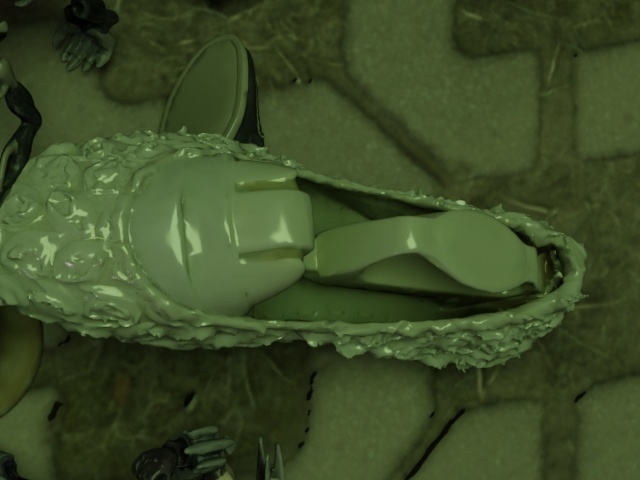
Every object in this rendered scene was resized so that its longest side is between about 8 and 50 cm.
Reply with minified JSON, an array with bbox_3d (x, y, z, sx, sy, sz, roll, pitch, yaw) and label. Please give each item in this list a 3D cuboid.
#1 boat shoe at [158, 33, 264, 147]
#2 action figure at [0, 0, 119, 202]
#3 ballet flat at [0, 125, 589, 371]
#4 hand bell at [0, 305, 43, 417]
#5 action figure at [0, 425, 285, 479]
[{"bbox_3d":[-0.072,-0.047,0.824,0.065,0.075,0.206,28,60,-50],"label":"boat shoe"},{"bbox_3d":[-0.224,-0.142,0.763,0.164,0.141,0.275,12,91,-7],"label":"action figure"},{"bbox_3d":[0.000,0.000,0.727,0.409,0.147,0.146,7,76,-27],"label":"ballet flat"},{"bbox_3d":[-0.230,0.043,0.664,0.126,0.242,0.126,2,77,-11],"label":"hand bell"},{"bbox_3d":[-0.131,0.201,0.722,0.285,0.099,0.185,9,86,-6],"label":"action figure"}]
